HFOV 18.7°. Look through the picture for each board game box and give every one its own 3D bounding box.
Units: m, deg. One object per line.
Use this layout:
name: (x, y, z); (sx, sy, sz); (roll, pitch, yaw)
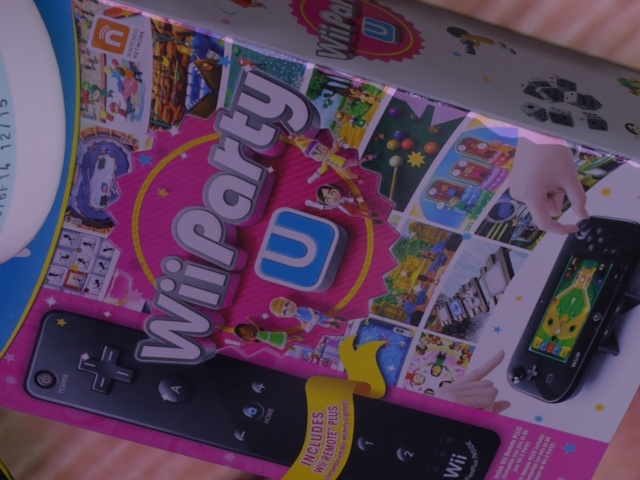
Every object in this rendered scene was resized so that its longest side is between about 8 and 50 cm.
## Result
board game box: (0.000, 0.000, 0.874); (0.303, 0.097, 0.224); (16, 123, -6)

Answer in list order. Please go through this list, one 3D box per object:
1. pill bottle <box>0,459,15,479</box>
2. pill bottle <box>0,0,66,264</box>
pill bottle: (-0.280, 0.076, 0.887); (0.188, 0.188, 0.334); (-20, 121, 16)
pill bottle: (-0.235, -0.034, 0.711); (0.146, 0.264, 0.146); (15, 112, 42)
